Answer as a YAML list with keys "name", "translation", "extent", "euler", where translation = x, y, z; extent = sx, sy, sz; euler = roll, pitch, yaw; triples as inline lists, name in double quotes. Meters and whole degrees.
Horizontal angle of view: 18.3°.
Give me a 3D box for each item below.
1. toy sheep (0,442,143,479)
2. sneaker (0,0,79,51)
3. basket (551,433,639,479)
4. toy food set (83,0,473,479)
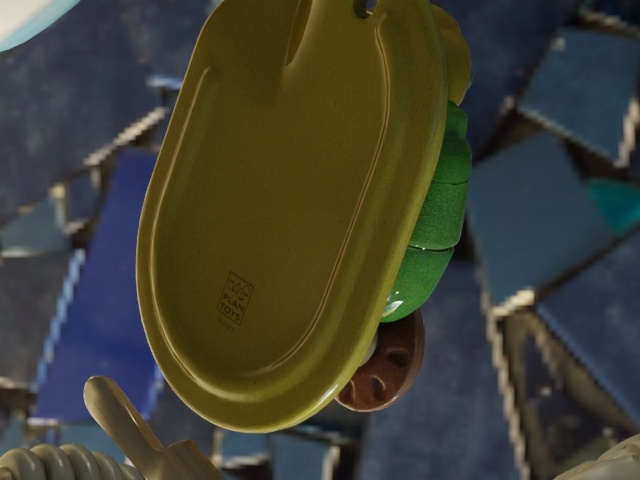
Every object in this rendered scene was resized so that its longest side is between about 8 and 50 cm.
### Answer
- name: "toy sheep"
  translation: [-0.132, 0.150, 1.048]
  extent: [0.132, 0.091, 0.091]
  euler: [12, 78, -32]
- name: "sneaker"
  translation: [-0.069, -0.174, 0.330]
  extent: [0.208, 0.319, 0.127]
  euler: [31, 49, -13]
- name: "basket"
  translation: [0.221, 0.243, 0.834]
  extent: [0.331, 0.328, 0.266]
  euler: [-21, 145, -31]
- name: "toy food set"
  translation: [0.000, 0.000, 0.714]
  extent: [0.071, 0.128, 0.218]
  euler: [7, 110, -44]
